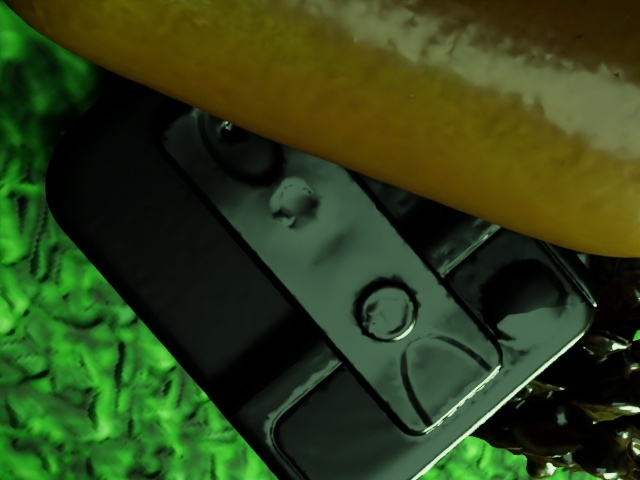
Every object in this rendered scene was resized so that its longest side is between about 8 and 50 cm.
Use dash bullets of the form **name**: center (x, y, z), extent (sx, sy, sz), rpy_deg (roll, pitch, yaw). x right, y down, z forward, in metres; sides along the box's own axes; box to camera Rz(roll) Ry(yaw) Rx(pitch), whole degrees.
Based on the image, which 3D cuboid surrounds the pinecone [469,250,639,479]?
- **pinecone**: center (0.112, 0.047, 0.643), extent (0.140, 0.140, 0.120), rpy_deg (18, 81, -35)

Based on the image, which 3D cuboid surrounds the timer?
- **timer**: center (0.000, 0.000, 0.550), extent (0.144, 0.055, 0.187), rpy_deg (-41, 96, -1)

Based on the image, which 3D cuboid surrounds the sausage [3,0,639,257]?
- **sausage**: center (0.021, -0.073, 0.475), extent (0.274, 0.105, 0.105), rpy_deg (21, 109, -10)
